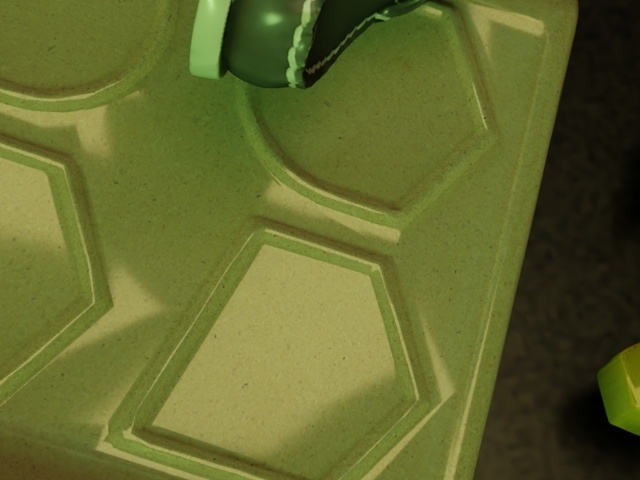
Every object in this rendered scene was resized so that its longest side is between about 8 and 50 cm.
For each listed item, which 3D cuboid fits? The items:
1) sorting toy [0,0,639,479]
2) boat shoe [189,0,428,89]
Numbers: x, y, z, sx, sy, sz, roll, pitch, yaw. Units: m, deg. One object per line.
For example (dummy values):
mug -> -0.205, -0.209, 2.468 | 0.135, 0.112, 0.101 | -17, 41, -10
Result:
sorting toy -> 0.000, 0.000, 0.513 | 0.307, 0.041, 0.229 | 18, 64, -6
boat shoe -> 0.033, -0.113, 0.502 | 0.068, 0.081, 0.228 | 25, 47, 5
